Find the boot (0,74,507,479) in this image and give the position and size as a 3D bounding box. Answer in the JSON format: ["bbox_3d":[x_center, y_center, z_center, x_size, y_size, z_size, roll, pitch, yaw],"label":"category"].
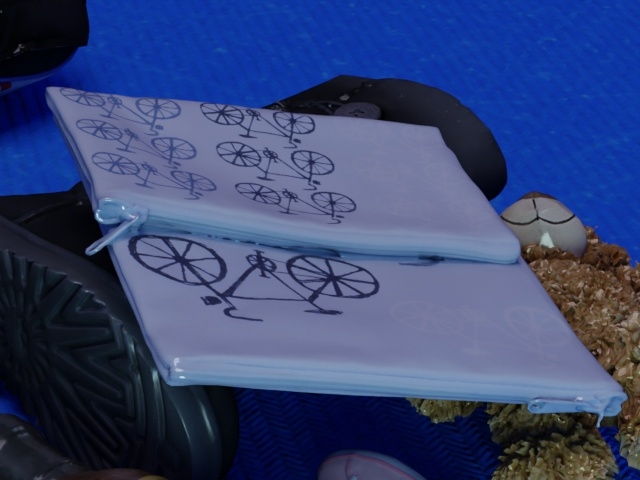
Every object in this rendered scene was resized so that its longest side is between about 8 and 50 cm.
[{"bbox_3d":[-0.032,0.013,1.420,0.445,0.146,0.367,-17,37,-36],"label":"boot"}]

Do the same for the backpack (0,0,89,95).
[{"bbox_3d":[-0.349,-0.231,1.697,0.263,0.276,0.213,-5,-2,-43],"label":"backpack"}]

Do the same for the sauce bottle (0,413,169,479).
[{"bbox_3d":[-0.092,0.204,1.102,0.344,0.111,0.111,27,38,34],"label":"sauce bottle"}]

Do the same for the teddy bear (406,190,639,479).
[{"bbox_3d":[0.174,0.066,1.318,0.245,0.113,0.338,-17,30,22],"label":"teddy bear"}]

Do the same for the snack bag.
[{"bbox_3d":[0.000,0.000,1.244,0.323,0.037,0.342,6,30,-23],"label":"snack bag"}]

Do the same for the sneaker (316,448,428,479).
[{"bbox_3d":[0.042,0.181,1.208,0.134,0.051,0.070,25,32,26],"label":"sneaker"}]
